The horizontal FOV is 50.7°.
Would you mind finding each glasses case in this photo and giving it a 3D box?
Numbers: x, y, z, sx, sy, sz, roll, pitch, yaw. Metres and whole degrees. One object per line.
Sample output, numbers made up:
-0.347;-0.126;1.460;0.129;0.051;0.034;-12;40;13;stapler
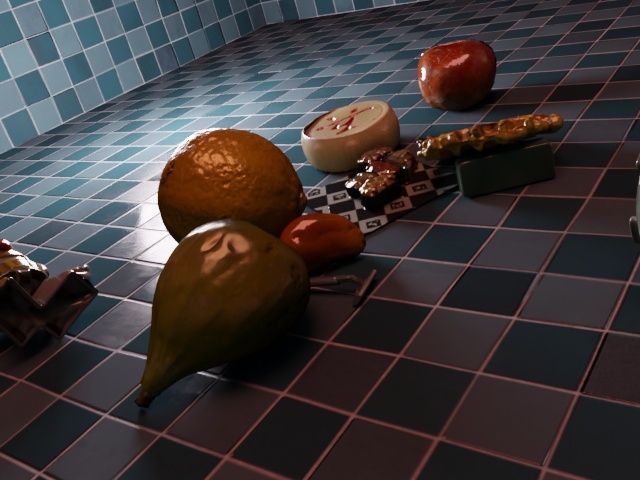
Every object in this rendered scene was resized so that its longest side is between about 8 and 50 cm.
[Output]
0.364;-0.143;1.334;0.184;0.077;0.039;-13;24;5;glasses case

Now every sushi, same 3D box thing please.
0.119;-0.131;1.466;0.292;0.059;0.294;-27;29;-20;sushi

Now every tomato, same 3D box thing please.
0.366;-0.425;1.813;0.214;0.180;0.155;-13;44;23;tomato

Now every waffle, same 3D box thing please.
0.336;-0.217;1.425;0.307;0.060;0.312;-13;4;-9;waffle

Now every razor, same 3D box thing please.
-0.013;0.075;1.173;0.211;0.035;0.084;-1;28;27;razor

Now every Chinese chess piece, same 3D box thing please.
0.076;-0.262;1.702;0.250;0.103;0.249;-14;27;8;Chinese chess piece

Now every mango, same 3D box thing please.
-0.002;0.000;1.248;0.159;0.105;0.084;-11;-2;-16;mango

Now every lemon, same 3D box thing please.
-0.175;-0.084;1.312;0.293;0.293;0.293;-13;27;7;lemon

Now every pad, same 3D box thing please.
0.164;-0.124;1.493;0.157;0.003;0.112;-11;27;12;pad

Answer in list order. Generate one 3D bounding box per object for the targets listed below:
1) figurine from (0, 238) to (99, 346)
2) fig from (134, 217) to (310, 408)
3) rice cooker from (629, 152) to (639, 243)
-0.604;0.094;1.314;0.285;0.343;0.167;16;85;44;figurine
-0.140;0.113;1.031;0.233;0.233;0.314;-1;58;28;fig
0.559;-0.052;0.879;0.227;0.241;0.280;11;70;50;rice cooker
